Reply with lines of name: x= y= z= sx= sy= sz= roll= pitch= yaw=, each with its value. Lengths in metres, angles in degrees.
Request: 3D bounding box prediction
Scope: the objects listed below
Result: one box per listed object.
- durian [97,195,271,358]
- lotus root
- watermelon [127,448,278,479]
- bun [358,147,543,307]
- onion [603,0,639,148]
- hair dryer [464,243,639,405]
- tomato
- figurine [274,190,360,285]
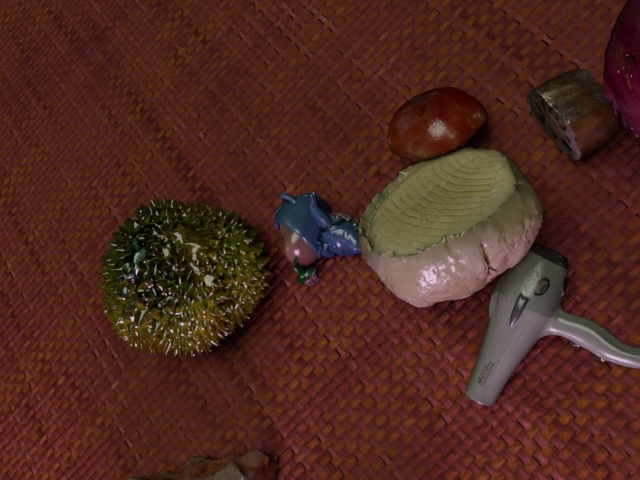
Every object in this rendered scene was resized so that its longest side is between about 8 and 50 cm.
durian: x=-0.234 y=0.054 z=1.217 sx=0.291 sy=0.224 sz=0.291 roll=-10 pitch=66 yaw=23
lotus root: x=0.352 y=-0.176 z=1.042 sx=0.081 sy=0.112 sz=0.122 roll=-32 pitch=64 yaw=-2
watermelon: x=-0.205 y=0.468 z=1.123 sx=0.264 sy=0.151 sz=0.302 roll=-6 pitch=73 yaw=27
bun: x=0.180 y=-0.008 z=1.032 sx=0.259 sy=0.152 sz=0.259 roll=-26 pitch=30 yaw=16
onion: x=0.512 y=-0.197 z=0.813 sx=0.345 sy=0.358 sz=0.358 roll=-50 pitch=59 yaw=22
hair dryer: x=0.312 y=0.166 z=0.991 sx=0.267 sy=0.092 sz=0.229 roll=46 pitch=107 yaw=20
tomato: x=0.168 y=-0.185 z=1.114 sx=0.156 sy=0.069 sz=0.155 roll=-22 pitch=27 yaw=12
figurine: x=0.000 y=0.004 z=1.183 sx=0.178 sy=0.114 sz=0.144 roll=18 pitch=86 yaw=22
